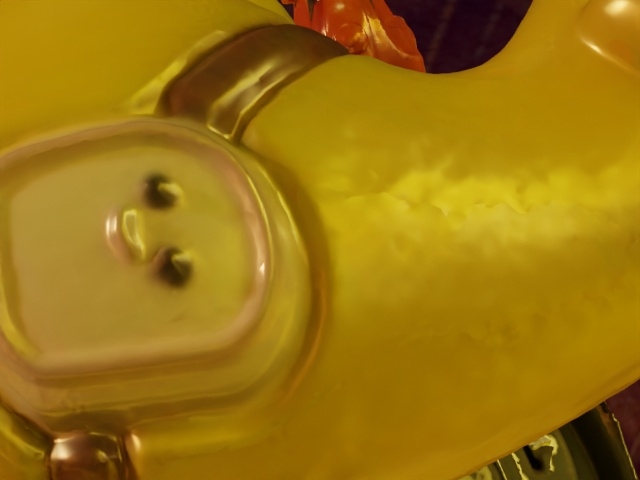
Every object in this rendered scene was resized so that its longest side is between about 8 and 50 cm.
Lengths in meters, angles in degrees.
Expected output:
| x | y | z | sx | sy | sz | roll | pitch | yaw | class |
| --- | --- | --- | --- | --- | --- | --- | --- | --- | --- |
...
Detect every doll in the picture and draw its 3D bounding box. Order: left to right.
| x | y | z | sx | sy | sz | roll | pitch | yaw | class |
| --- | --- | --- | --- | --- | --- | --- | --- | --- | --- |
| 0.000 | 0.000 | 0.390 | 0.363 | 0.145 | 0.199 | -16 | -114 | -4 | doll |

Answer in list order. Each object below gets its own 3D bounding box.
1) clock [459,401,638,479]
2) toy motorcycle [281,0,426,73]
| x | y | z | sx | sy | sz | roll | pitch | yaw | class |
| --- | --- | --- | --- | --- | --- | --- | --- | --- | --- |
| 0.062 | 0.152 | 0.993 | 0.325 | 0.325 | 0.067 | 44 | -47 | 7 | clock |
| 0.013 | -0.154 | 1.044 | 0.147 | 0.221 | 0.326 | -11 | -89 | 0 | toy motorcycle |
